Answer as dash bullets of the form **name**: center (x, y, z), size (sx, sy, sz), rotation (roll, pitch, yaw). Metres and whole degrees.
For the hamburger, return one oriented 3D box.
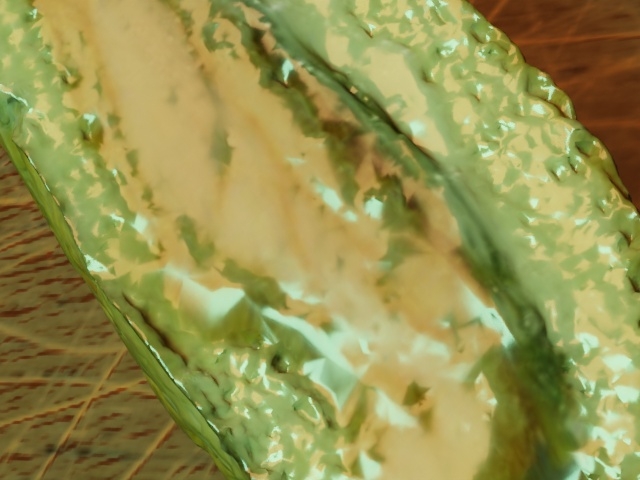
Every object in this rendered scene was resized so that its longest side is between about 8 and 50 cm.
- **hamburger**: center (-0.001, 0.002, 0.711), size (0.162, 0.209, 0.330), rotation (-39, 72, -8)
